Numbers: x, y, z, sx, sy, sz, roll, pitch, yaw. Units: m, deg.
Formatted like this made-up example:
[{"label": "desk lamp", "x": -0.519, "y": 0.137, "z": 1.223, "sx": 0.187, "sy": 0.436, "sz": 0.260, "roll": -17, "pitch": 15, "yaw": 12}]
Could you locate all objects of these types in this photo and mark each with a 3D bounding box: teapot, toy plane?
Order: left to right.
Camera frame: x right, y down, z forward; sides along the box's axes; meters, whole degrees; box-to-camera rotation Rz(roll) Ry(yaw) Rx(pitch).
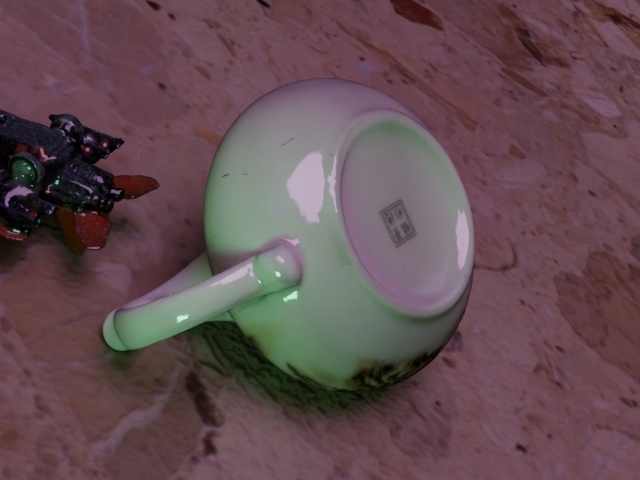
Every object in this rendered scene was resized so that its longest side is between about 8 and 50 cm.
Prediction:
[{"label": "toy plane", "x": -0.201, "y": -0.060, "z": 0.812, "sx": 0.189, "sy": 0.061, "sz": 0.130, "roll": 33, "pitch": 40, "yaw": 0}, {"label": "teapot", "x": 0.000, "y": 0.000, "z": 0.827, "sx": 0.298, "sy": 0.139, "sz": 0.204, "roll": -18, "pitch": 93, "yaw": -46}]
